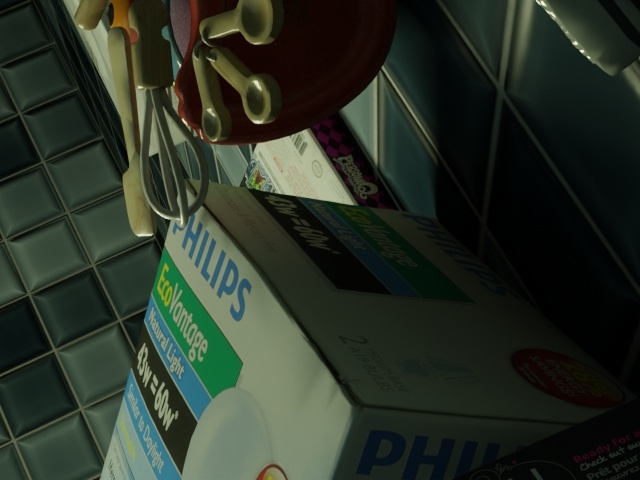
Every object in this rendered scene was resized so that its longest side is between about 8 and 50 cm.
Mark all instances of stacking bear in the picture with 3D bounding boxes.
[{"bbox_3d":[-0.074,-0.170,1.081,0.289,0.164,0.176,-164,69,-66],"label":"stacking bear"}]

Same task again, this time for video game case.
[{"bbox_3d":[-0.004,0.011,1.328,0.232,0.041,0.210,58,140,31],"label":"video game case"}]

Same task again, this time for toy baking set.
[{"bbox_3d":[-0.102,-0.120,0.909,0.256,0.030,0.197,-49,59,46],"label":"toy baking set"}]

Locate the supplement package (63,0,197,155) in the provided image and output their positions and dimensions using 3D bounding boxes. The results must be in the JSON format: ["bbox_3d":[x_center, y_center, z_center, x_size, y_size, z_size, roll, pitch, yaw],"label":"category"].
[{"bbox_3d":[-0.186,-0.260,1.542,0.262,0.145,0.204,63,168,17],"label":"supplement package"}]

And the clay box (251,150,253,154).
[{"bbox_3d":[0.000,0.000,1.468,0.222,0.053,0.127,55,164,46],"label":"clay box"}]

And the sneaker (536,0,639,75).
[{"bbox_3d":[0.077,-0.195,0.547,0.321,0.127,0.126,42,-166,-41],"label":"sneaker"}]

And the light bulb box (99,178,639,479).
[{"bbox_3d":[0.006,0.194,1.000,0.358,0.225,0.361,47,124,59],"label":"light bulb box"}]

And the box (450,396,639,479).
[{"bbox_3d":[0.186,0.222,0.779,0.142,0.163,0.247,-123,14,-53],"label":"box"}]
